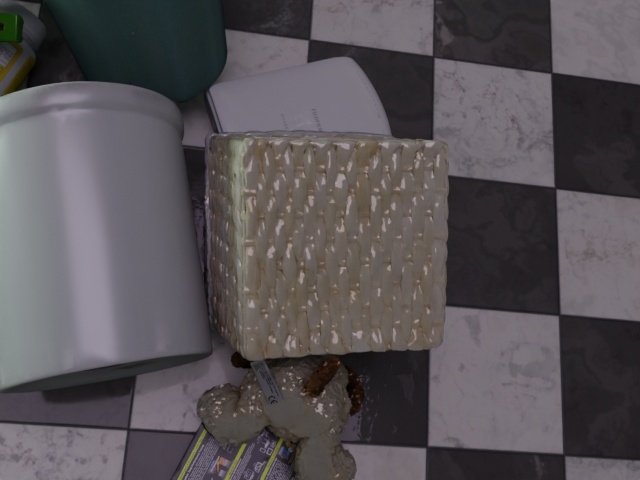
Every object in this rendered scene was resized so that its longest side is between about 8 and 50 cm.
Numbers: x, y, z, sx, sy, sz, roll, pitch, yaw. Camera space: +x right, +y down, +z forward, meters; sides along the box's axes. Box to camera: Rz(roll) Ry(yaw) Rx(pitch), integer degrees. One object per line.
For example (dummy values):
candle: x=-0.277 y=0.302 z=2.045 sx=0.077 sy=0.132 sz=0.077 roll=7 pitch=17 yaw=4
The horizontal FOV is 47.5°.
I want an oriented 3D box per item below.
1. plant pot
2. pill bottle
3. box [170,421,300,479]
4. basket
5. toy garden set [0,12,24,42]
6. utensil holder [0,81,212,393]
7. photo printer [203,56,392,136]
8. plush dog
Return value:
plant pot: x=-0.298 y=-0.413 z=1.162 sx=0.341 sy=0.334 sz=0.341 roll=-2 pitch=52 yaw=3
pill bottle: x=-0.562 y=-0.300 z=1.235 sx=0.119 sy=0.119 sz=0.208 roll=27 pitch=72 yaw=-2
box: x=-0.132 y=0.408 z=1.146 sx=0.216 sy=0.060 sz=0.270 roll=27 pitch=72 yaw=-1
basket: x=0.000 y=0.000 z=1.107 sx=0.329 sy=0.266 sz=0.331 roll=-1 pitch=99 yaw=-16
toy garden set: x=-0.564 y=-0.445 z=1.164 sx=0.204 sy=0.049 sz=0.244 roll=6 pitch=97 yaw=8
utensil holder: x=-0.342 y=0.009 z=1.083 sx=0.328 sy=0.327 sz=0.385 roll=-9 pitch=78 yaw=-12
photo printer: x=-0.027 y=-0.188 z=1.300 sx=0.308 sy=0.107 sz=0.256 roll=-15 pitch=78 yaw=-13
plush dog: x=-0.032 y=0.223 z=1.128 sx=0.263 sy=0.225 sz=0.210 roll=27 pitch=105 yaw=-5
